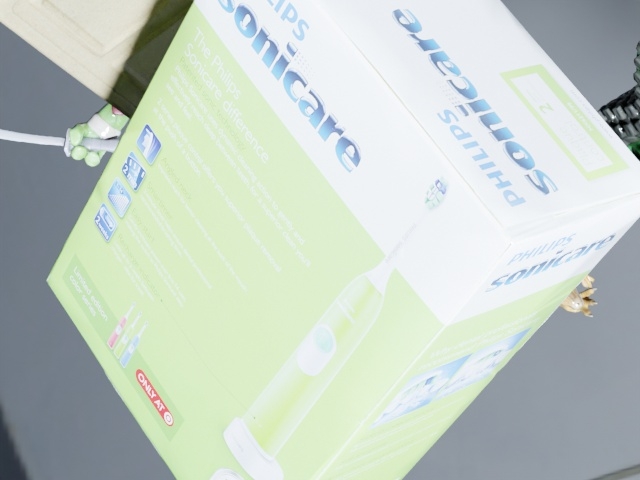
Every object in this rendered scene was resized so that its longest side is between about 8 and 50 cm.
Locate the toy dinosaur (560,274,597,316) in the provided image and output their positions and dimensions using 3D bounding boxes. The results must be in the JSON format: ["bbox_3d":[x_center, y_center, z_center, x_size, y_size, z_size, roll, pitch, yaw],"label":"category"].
[{"bbox_3d":[0.195,0.035,1.460,0.211,0.112,0.064,176,100,-65],"label":"toy dinosaur"}]

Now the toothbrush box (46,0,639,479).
[{"bbox_3d":[0.000,0.000,0.796,0.206,0.122,0.283,53,135,21],"label":"toothbrush box"}]

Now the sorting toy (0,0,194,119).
[{"bbox_3d":[-0.016,-0.184,0.843,0.307,0.229,0.041,-35,59,9],"label":"sorting toy"}]

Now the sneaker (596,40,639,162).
[{"bbox_3d":[0.342,-0.143,1.317,0.146,0.343,0.134,-36,86,-13],"label":"sneaker"}]

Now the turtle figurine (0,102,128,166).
[{"bbox_3d":[-0.213,-0.131,1.459,0.266,0.274,0.198,45,127,37],"label":"turtle figurine"}]
